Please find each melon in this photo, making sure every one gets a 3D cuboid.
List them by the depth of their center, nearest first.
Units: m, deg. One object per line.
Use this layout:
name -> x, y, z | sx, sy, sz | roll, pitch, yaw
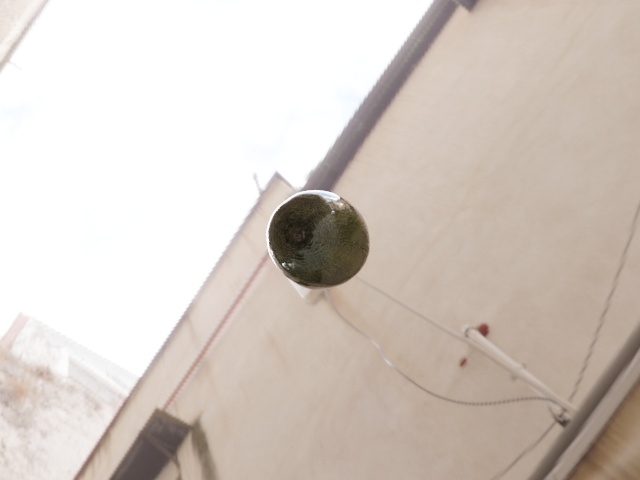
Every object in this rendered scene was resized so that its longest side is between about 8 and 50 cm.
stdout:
melon -> 0.000, 0.000, 0.904 | 0.098, 0.130, 0.098 | -2, -96, 23
